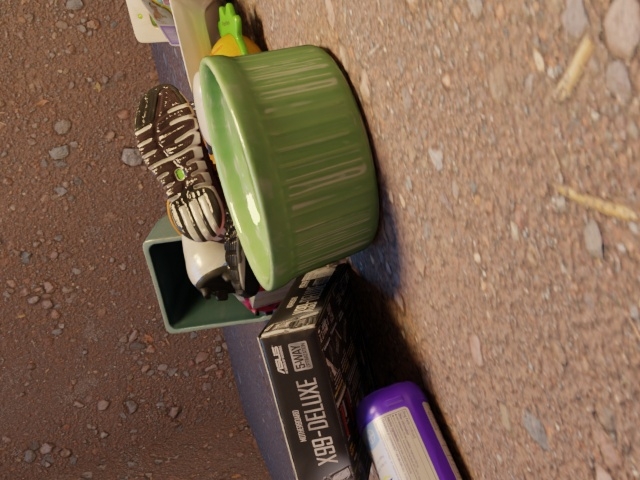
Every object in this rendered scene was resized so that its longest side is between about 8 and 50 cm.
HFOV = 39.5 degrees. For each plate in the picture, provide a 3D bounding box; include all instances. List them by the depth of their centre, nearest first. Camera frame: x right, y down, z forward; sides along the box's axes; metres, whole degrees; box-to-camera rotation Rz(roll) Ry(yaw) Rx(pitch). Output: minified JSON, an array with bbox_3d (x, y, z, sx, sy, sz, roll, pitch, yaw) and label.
[{"bbox_3d":[-0.186,-0.323,1.577,0.277,0.045,0.277,-81,-18,-65],"label":"plate"}]

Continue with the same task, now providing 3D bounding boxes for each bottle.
[{"bbox_3d":[0.129,0.310,1.045,0.118,0.092,0.282,85,164,-61],"label":"bottle"}]

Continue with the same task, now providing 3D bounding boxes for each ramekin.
[{"bbox_3d":[-0.040,-0.100,1.131,0.303,0.148,0.303,163,90,-78],"label":"ramekin"}]

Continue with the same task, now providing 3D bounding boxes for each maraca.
[{"bbox_3d":[-0.136,-0.287,1.439,0.127,0.099,0.185,14,117,64],"label":"maraca"}]

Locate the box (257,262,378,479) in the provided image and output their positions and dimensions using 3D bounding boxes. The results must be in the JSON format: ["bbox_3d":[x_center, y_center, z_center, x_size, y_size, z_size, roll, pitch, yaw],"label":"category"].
[{"bbox_3d":[0.011,0.185,1.197,0.307,0.077,0.242,-59,-44,-74],"label":"box"}]

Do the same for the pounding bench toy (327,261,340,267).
[{"bbox_3d":[0.000,0.000,1.315,0.065,0.052,0.083,163,90,-78],"label":"pounding bench toy"}]

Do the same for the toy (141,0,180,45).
[{"bbox_3d":[-0.280,-0.464,1.632,0.237,0.056,0.137,60,-149,5],"label":"toy"}]

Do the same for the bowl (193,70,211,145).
[{"bbox_3d":[-0.126,-0.200,1.384,0.053,0.142,0.142,-89,-6,-47],"label":"bowl"}]

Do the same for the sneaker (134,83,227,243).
[{"bbox_3d":[-0.216,-0.113,1.487,0.162,0.107,0.281,39,-149,-72],"label":"sneaker"}]

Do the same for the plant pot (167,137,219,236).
[{"bbox_3d":[-0.186,-0.113,1.722,0.188,0.205,0.205,-96,-1,-54],"label":"plant pot"}]

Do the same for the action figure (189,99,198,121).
[{"bbox_3d":[-0.272,-0.230,2.049,0.164,0.141,0.275,-104,2,-59],"label":"action figure"}]

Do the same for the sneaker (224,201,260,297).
[{"bbox_3d":[-0.075,-0.055,1.325,0.107,0.124,0.283,-178,89,-76],"label":"sneaker"}]

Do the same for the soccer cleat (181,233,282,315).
[{"bbox_3d":[-0.142,0.047,1.665,0.331,0.116,0.143,28,-146,-63],"label":"soccer cleat"}]

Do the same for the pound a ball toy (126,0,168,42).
[{"bbox_3d":[-0.361,-0.636,2.002,0.208,0.136,0.319,-80,-15,-53],"label":"pound a ball toy"}]

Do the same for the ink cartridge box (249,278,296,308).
[{"bbox_3d":[-0.067,0.022,1.464,0.176,0.128,0.127,114,139,-72],"label":"ink cartridge box"}]

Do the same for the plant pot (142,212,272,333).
[{"bbox_3d":[-0.247,0.033,2.078,0.252,0.247,0.247,-91,-8,-61],"label":"plant pot"}]
